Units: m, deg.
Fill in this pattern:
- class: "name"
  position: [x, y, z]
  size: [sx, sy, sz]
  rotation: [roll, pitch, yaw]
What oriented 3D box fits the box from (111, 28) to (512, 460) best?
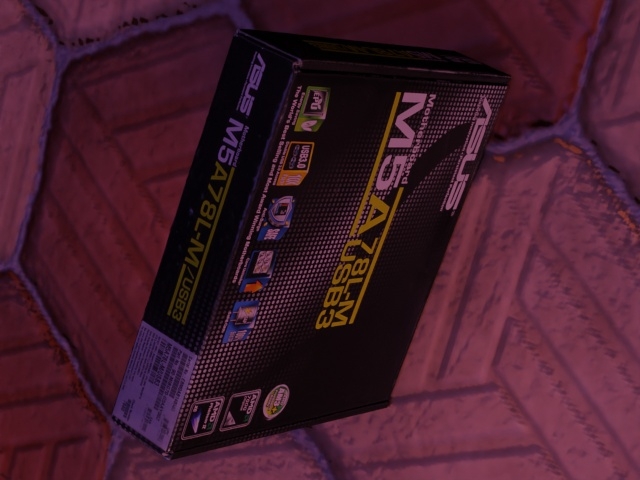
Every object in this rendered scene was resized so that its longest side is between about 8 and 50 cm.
- class: "box"
  position: [0.000, 0.000, 0.756]
  size: [0.045, 0.184, 0.191]
  rotation: [30, 108, 32]
